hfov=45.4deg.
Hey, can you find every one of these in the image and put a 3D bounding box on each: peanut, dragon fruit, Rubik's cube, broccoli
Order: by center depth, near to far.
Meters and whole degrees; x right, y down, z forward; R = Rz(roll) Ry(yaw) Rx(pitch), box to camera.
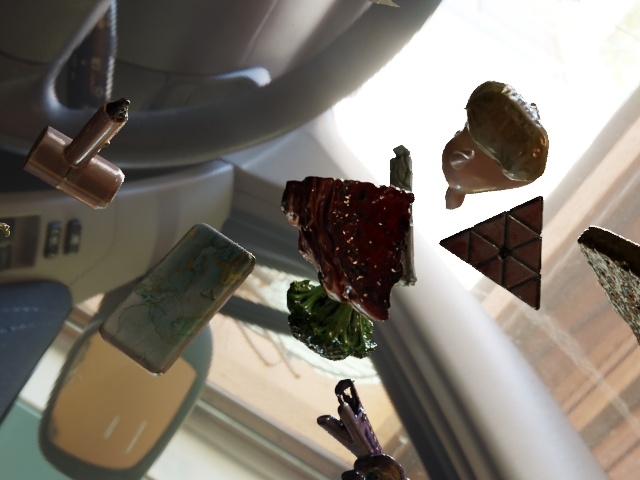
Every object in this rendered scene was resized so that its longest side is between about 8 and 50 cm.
[{"bbox_3d":[0.307,0.027,1.443,0.178,0.190,0.211,93,7,-75],"label":"Rubik's cube"},{"bbox_3d":[0.367,-0.216,1.507,0.129,0.224,0.129,-32,162,-12],"label":"peanut"},{"bbox_3d":[-0.008,0.000,1.534,0.329,0.228,0.286,20,-75,51],"label":"dragon fruit"},{"bbox_3d":[0.059,0.173,1.909,0.269,0.254,0.269,-36,156,-19],"label":"broccoli"}]

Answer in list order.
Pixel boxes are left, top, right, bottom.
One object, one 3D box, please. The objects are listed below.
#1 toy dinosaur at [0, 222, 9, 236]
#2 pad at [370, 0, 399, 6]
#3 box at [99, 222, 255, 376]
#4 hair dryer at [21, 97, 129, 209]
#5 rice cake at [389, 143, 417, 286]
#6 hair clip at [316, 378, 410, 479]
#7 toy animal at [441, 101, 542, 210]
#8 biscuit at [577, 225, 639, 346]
[{"bbox_3d":[-0.471,-0.025,0.989,0.180,0.037,0.058,60,41,-69],"label":"toy dinosaur"},{"bbox_3d":[0.096,-0.563,1.715,0.112,0.157,0.003,31,-81,48],"label":"pad"},{"bbox_3d":[-0.249,0.099,1.360,0.285,0.142,0.044,-51,166,-28],"label":"box"},{"bbox_3d":[-0.442,-0.185,1.509,0.344,0.189,0.107,-28,-143,48],"label":"hair dryer"},{"bbox_3d":[0.190,-0.060,1.784,0.066,0.063,0.336,51,37,-70],"label":"rice cake"},{"bbox_3d":[0.081,0.391,1.380,0.137,0.278,0.090,-29,180,31],"label":"hair clip"},{"bbox_3d":[0.404,-0.214,1.797,0.195,0.256,0.213,82,-2,-54],"label":"toy animal"},{"bbox_3d":[0.359,0.100,0.734,0.043,0.301,0.278,-35,164,1],"label":"biscuit"}]
